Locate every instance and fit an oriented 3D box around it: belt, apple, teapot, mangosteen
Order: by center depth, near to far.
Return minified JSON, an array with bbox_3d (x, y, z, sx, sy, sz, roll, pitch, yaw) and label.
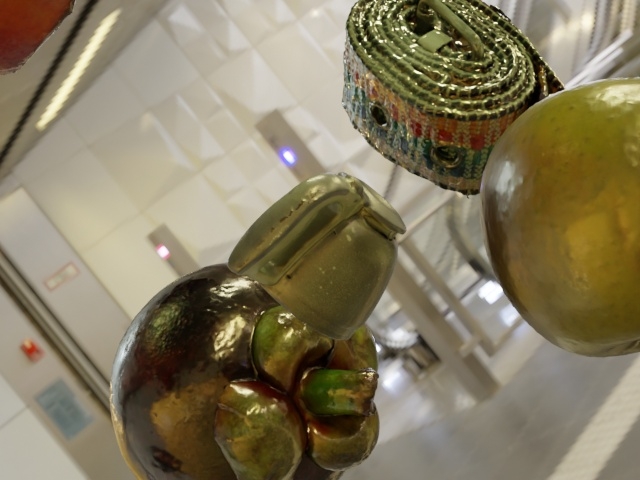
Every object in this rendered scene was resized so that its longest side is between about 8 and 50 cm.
[{"bbox_3d":[0.194,-0.011,0.646,0.197,0.156,0.196,-3,-15,-1],"label":"apple"},{"bbox_3d":[-0.002,-0.004,0.772,0.108,0.149,0.111,-49,37,11],"label":"teapot"},{"bbox_3d":[-0.068,0.171,1.142,0.300,0.300,0.300,-39,1,1],"label":"mangosteen"},{"bbox_3d":[0.148,-0.196,1.274,0.207,0.295,0.160,-18,-39,-20],"label":"belt"}]

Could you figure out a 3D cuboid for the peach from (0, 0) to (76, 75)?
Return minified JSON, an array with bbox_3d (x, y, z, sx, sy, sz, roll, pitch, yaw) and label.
[{"bbox_3d":[-0.466,-0.435,1.426,0.406,0.310,0.335,-44,36,28],"label":"peach"}]
